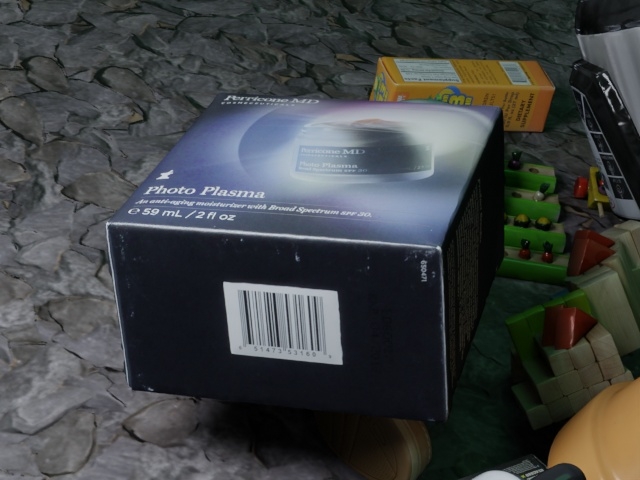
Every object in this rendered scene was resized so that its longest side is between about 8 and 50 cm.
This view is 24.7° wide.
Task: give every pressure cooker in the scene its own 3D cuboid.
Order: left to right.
[{"bbox_3d":[0.506,-0.126,1.649,0.370,0.420,0.375,-25,13,-35],"label":"pressure cooker"}]

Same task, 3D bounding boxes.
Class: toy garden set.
[{"bbox_3d":[0.289,-0.034,1.769,0.204,0.049,0.244,9,34,-3],"label":"toy garden set"}]

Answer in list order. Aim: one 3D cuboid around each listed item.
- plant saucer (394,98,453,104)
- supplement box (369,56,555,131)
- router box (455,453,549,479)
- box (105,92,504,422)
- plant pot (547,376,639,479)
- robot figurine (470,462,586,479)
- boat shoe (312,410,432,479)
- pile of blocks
[{"bbox_3d":[0.123,-0.099,1.749,0.195,0.037,0.195,0,61,0],"label":"plant saucer"},{"bbox_3d":[0.189,-0.194,1.954,0.233,0.078,0.080,0,38,-15],"label":"supplement box"},{"bbox_3d":[0.140,0.245,1.271,0.122,0.092,0.038,-13,41,-32],"label":"router box"},{"bbox_3d":[0.000,0.000,1.338,0.296,0.182,0.294,4,28,15],"label":"box"},{"bbox_3d":[0.368,0.196,1.237,0.291,0.203,0.291,23,32,-16],"label":"plant pot"},{"bbox_3d":[0.111,0.286,1.102,0.278,0.173,0.209,-29,7,-21],"label":"robot figurine"},{"bbox_3d":[0.034,0.122,1.416,0.098,0.109,0.302,-10,33,-27],"label":"boat shoe"},{"bbox_3d":[0.260,0.063,1.508,0.149,0.112,0.362,-17,12,26],"label":"pile of blocks"}]
